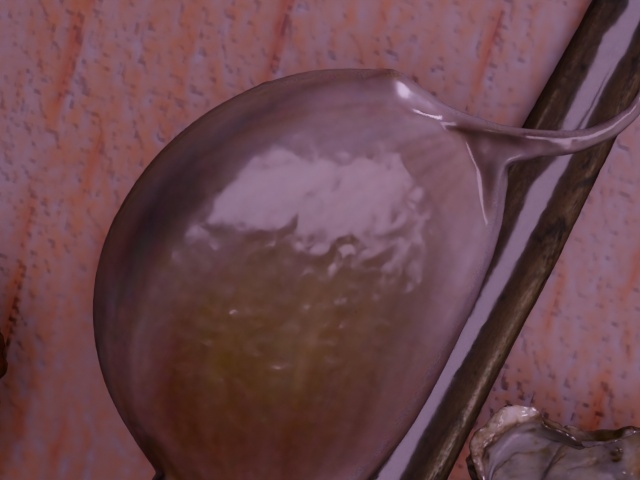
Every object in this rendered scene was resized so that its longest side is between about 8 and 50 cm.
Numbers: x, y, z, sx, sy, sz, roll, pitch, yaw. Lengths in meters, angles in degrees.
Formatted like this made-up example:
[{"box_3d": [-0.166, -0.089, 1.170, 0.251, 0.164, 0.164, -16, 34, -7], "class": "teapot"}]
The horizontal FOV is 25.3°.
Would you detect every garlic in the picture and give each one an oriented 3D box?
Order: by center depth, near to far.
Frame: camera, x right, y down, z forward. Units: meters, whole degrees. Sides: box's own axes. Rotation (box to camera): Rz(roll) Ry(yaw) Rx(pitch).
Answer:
[{"box_3d": [0.000, -0.004, 0.577, 0.148, 0.128, 0.267, 25, 116, -18], "class": "garlic"}]

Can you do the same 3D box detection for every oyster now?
[{"box_3d": [0.093, 0.137, 0.621, 0.103, 0.051, 0.148, 2, 105, -29], "class": "oyster"}]

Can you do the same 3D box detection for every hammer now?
[{"box_3d": [0.097, -0.019, 0.614, 0.168, 0.044, 0.440, 26, 97, 2], "class": "hammer"}]

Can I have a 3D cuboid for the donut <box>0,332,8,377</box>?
[{"box_3d": [-0.248, 0.043, 0.626, 0.186, 0.144, 0.126, 24, 91, 31], "class": "donut"}]
